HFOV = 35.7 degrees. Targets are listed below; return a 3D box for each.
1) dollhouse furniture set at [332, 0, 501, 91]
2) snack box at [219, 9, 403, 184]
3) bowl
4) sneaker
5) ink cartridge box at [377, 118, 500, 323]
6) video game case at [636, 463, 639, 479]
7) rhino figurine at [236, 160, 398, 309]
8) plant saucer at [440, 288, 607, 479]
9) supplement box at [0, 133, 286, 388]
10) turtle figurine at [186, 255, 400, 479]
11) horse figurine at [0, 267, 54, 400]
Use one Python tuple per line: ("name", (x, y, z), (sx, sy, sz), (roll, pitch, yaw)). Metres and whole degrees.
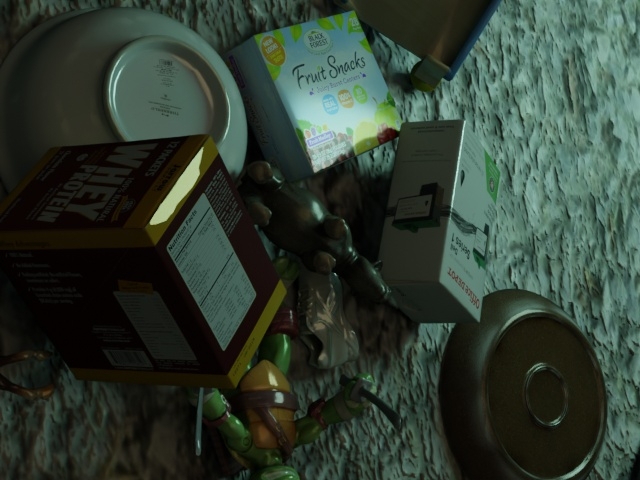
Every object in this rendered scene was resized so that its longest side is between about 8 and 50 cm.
("dollhouse furniture set", (0.115, -0.395, 1.372), (0.286, 0.198, 0.303), (30, 94, -2))
("snack box", (-0.004, -0.176, 1.214), (0.207, 0.070, 0.175), (-27, 95, -50))
("bowl", (-0.188, -0.129, 1.061), (0.297, 0.134, 0.298), (8, 76, -34))
("sneaker", (-0.003, 0.082, 1.189), (0.061, 0.053, 0.152), (-20, 92, -33))
("ink cartridge box", (0.152, -0.019, 1.259), (0.160, 0.092, 0.220), (40, 55, -55))
("video game case", (0.549, 0.435, 1.470), (0.248, 0.035, 0.275), (45, 47, -18))
("rhino figurine", (0.000, 0.000, 1.126), (0.243, 0.106, 0.073), (39, 88, -11))
("plant saucer", (0.297, 0.217, 1.370), (0.310, 0.050, 0.311), (9, 74, -33))
("supplement box", (-0.168, 0.022, 0.921), (0.129, 0.191, 0.194), (-62, 140, -42))
("turtle figurine", (-0.044, 0.125, 1.041), (0.197, 0.275, 0.266), (-13, 61, -5))
("horse figurine", (-0.332, 0.058, 0.958), (0.174, 0.066, 0.263), (16, 73, -25))
